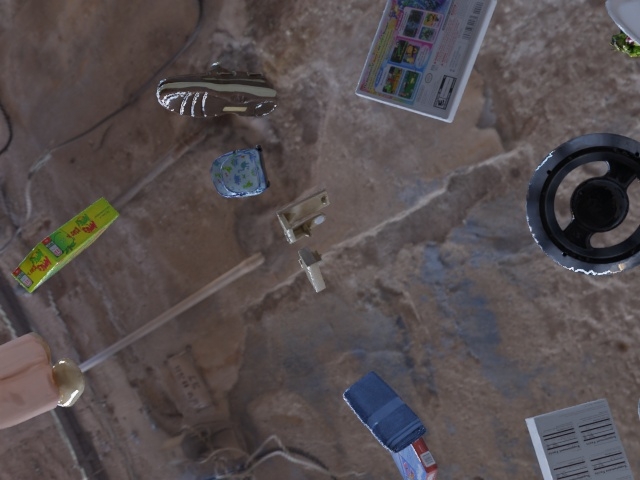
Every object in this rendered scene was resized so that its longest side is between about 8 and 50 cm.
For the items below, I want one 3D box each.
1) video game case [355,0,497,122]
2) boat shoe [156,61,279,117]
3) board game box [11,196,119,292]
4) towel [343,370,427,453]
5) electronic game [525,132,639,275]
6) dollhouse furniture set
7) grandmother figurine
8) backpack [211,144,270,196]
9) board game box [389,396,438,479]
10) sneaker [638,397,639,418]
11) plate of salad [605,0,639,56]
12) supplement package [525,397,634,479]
[{"bbox_3d":[0.129,-0.241,0.954,0.019,0.143,0.157,11,-79,-56],"label":"video game case"},{"bbox_3d":[-0.208,-0.302,1.501,0.257,0.095,0.095,-1,-115,-39],"label":"boat shoe"},{"bbox_3d":[-0.415,0.004,1.252,0.043,0.092,0.181,46,-149,-7],"label":"board game box"},{"bbox_3d":[0.090,0.247,1.092,0.067,0.029,0.119,-29,-129,-21],"label":"towel"},{"bbox_3d":[0.449,-0.058,1.227,0.229,0.229,0.048,61,-164,2],"label":"electronic game"},{"bbox_3d":[0.000,0.000,1.726,0.151,0.123,0.144,58,172,35],"label":"dollhouse furniture set"},{"bbox_3d":[-0.459,0.202,0.878,0.342,0.207,0.104,-22,-54,-54],"label":"grandmother figurine"},{"bbox_3d":[-0.178,-0.145,1.656,0.084,0.114,0.105,-47,-54,-79],"label":"backpack"},{"bbox_3d":[0.174,0.417,1.470,0.027,0.281,0.145,-22,-120,-9],"label":"board game box"},{"bbox_3d":[0.576,0.199,0.917,0.146,0.330,0.123,26,-119,-38],"label":"sneaker"},{"bbox_3d":[0.309,-0.133,0.595,0.199,0.048,0.200,15,-143,-12],"label":"plate of salad"},{"bbox_3d":[0.516,0.435,1.513,0.194,0.149,0.203,52,-158,-73],"label":"supplement package"}]
